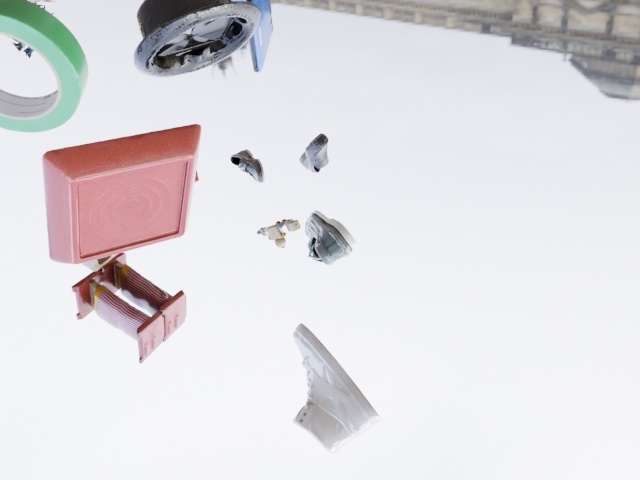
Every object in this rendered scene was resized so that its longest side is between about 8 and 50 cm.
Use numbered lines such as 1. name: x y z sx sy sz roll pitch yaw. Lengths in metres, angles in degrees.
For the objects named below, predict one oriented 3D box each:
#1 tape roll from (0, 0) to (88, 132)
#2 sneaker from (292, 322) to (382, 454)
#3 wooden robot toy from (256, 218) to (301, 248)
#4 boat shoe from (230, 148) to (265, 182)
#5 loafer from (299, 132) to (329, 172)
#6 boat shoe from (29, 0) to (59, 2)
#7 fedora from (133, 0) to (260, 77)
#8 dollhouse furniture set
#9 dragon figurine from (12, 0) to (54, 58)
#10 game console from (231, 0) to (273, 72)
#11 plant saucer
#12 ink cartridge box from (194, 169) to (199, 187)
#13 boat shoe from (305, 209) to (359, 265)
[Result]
1. tape roll: -0.682 -0.382 1.573 0.321 0.321 0.077 0 -129 4
2. sneaker: -0.015 0.340 1.628 0.169 0.108 0.292 -38 -114 -3
3. wooden robot toy: -0.116 -0.017 2.167 0.173 0.079 0.076 -13 -164 39
4. boat shoe: -0.226 -0.225 2.225 0.065 0.075 0.206 -15 -148 -18
5. loafer: -0.006 -0.254 2.106 0.076 0.078 0.223 -47 -179 -15
6. boat shoe: -0.538 -0.507 1.148 0.302 0.113 0.103 44 -152 5
7. fedora: -0.318 -0.532 1.727 0.334 0.152 0.334 -28 175 -3
8. dollhouse furniture set: -0.407 0.054 1.492 0.201 0.374 0.152 29 -132 19
9. dragon figurine: -0.804 -0.597 2.023 0.144 0.085 0.289 -38 -174 -3
10. game console: -0.233 -0.666 2.029 0.173 0.293 0.250 10 -112 5
11. plant saucer: -0.322 -0.064 1.196 0.259 0.258 0.048 -16 -124 -29
12. ink cartridge box: -0.369 -0.195 1.841 0.078 0.134 0.231 -15 178 -15
13. boat shoe: 0.000 0.000 1.810 0.099 0.116 0.319 -40 -165 -8
